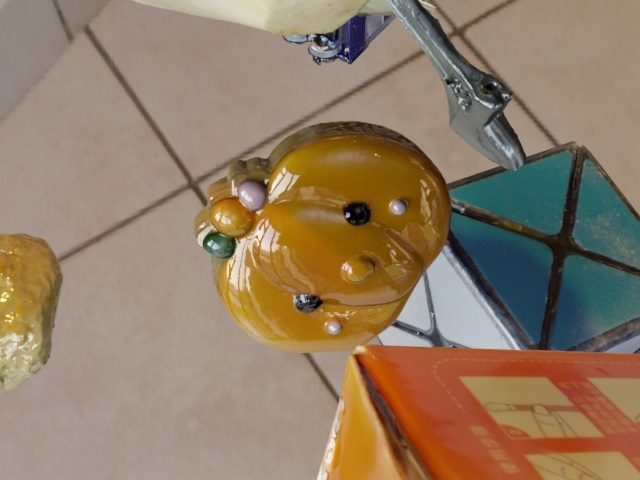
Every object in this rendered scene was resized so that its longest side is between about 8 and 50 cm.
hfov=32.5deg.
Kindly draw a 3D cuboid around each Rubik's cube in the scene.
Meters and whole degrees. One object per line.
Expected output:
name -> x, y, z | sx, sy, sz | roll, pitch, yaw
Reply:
Rubik's cube -> 0.235, 0.074, 1.273 | 0.259, 0.255, 0.260 | -22, 66, -27

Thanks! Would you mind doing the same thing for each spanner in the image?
spanner -> 0.058, -0.177, 0.803 | 0.026, 0.093, 0.325 | -43, 107, -11

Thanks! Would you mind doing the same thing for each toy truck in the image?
toy truck -> -0.027, -0.373, 1.511 | 0.268, 0.124, 0.155 | 36, 66, 20

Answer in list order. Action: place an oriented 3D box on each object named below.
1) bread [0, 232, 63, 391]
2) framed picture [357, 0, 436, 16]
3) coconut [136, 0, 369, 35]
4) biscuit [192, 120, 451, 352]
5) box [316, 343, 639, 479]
bread -> -0.480, 0.099, 1.609 | 0.244, 0.134, 0.244 | -22, 54, 34
framed picture -> -0.007, -0.294, 1.217 | 0.231, 0.173, 0.010 | 17, 90, -31
coconut -> -0.023, -0.215, 0.524 | 0.259, 0.259, 0.259 | -1, 63, 2
biscuit -> 0.001, 0.002, 0.710 | 0.170, 0.170, 0.050 | -17, 33, -6
box -> 0.150, 0.174, 0.468 | 0.341, 0.225, 0.143 | 4, 27, -25
